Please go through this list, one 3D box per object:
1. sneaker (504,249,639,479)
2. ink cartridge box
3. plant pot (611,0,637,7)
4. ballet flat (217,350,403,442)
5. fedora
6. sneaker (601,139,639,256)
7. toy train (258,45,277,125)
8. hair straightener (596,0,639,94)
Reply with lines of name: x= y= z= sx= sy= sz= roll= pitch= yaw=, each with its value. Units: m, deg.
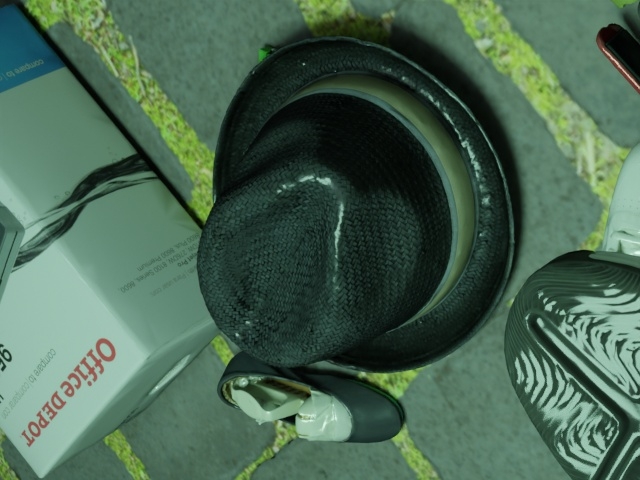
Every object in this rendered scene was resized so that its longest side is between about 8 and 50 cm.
sneaker: x=0.339 y=0.119 z=0.856 sx=0.447 sy=0.257 sz=0.169 roll=31 pitch=122 yaw=9
ink cartridge box: x=-0.303 y=0.005 z=1.391 sx=0.395 sy=0.166 sz=0.285 roll=50 pitch=134 yaw=7
plant pot: x=0.207 y=-0.209 z=0.941 sx=0.079 sy=0.083 sz=0.083 roll=48 pitch=134 yaw=-10
ballet flat: x=-0.019 y=0.163 z=1.311 sx=0.203 sy=0.074 sz=0.074 roll=16 pitch=121 yaw=32
fedora: x=0.000 y=0.000 z=1.142 sx=0.334 sy=0.152 sz=0.334 roll=18 pitch=126 yaw=26
sneaker: x=0.245 y=0.037 z=1.018 sx=0.090 sy=0.095 sz=0.235 roll=18 pitch=121 yaw=33
toy train: x=-0.047 y=-0.136 z=1.216 sx=0.023 sy=0.017 sz=0.083 roll=28 pitch=128 yaw=37
hair straightener: x=0.298 y=-0.083 z=0.945 sx=0.230 sy=0.047 sz=0.089 roll=53 pitch=134 yaw=4
